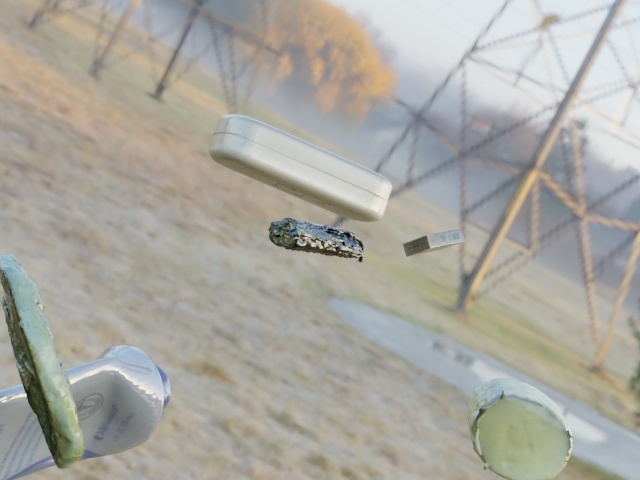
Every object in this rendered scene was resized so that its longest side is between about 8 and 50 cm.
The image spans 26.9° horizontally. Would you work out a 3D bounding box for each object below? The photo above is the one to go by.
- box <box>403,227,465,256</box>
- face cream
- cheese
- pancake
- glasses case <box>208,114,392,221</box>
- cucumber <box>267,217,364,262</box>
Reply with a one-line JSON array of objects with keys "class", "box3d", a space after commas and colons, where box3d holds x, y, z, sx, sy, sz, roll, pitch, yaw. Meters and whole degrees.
[{"class": "box", "box3d": [0.173, 0.003, 2.036, 0.083, 0.024, 0.053, -13, -7, -43]}, {"class": "face cream", "box3d": [-0.372, 0.238, 1.764, 0.420, 0.235, 0.137, -13, 56, -46]}, {"class": "cheese", "box3d": [0.226, 0.217, 1.533, 0.123, 0.093, 0.167, 26, 3, 5]}, {"class": "pancake", "box3d": [-0.318, 0.138, 1.508, 0.037, 0.253, 0.253, -19, 23, -19]}, {"class": "glasses case", "box3d": [-0.020, -0.073, 1.377, 0.196, 0.050, 0.083, 22, -10, -19]}, {"class": "cucumber", "box3d": [0.000, 0.000, 2.043, 0.181, 0.053, 0.053, 13, 13, -42]}]
